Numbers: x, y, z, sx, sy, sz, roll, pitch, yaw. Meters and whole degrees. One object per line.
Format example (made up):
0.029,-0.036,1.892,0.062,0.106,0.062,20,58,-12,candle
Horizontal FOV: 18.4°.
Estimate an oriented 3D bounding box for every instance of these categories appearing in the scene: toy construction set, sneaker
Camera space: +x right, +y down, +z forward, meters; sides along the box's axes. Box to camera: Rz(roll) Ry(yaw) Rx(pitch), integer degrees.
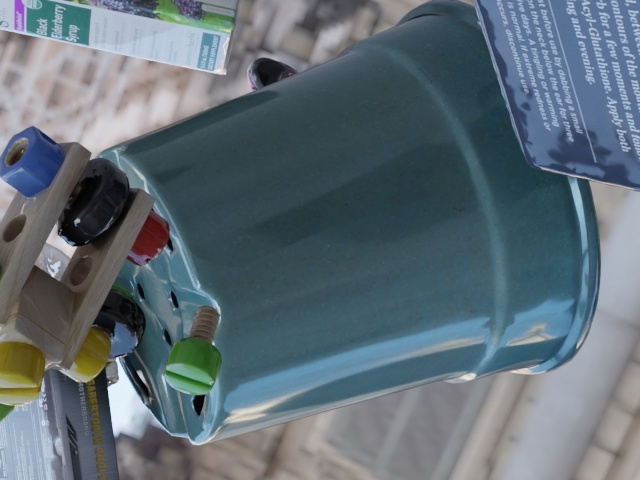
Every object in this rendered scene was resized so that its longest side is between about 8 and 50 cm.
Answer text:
-0.238,0.049,1.200,0.257,0.309,0.237,-1,-131,19,toy construction set
-0.012,-0.136,1.842,0.119,0.047,0.057,33,154,-14,sneaker

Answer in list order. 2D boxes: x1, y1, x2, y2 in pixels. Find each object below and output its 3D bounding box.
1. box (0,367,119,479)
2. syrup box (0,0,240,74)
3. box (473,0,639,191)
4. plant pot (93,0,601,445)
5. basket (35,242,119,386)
-0.245,0.171,1.656,0.056,0.231,0.183,-6,178,-40,box
-0.187,-0.227,1.733,0.236,0.096,0.093,11,154,-5,syrup box
0.341,-0.177,1.266,0.395,0.293,0.212,15,141,38,box
0.000,0.000,1.660,0.334,0.341,0.341,-17,-148,-25,plant pot
-0.271,0.082,1.857,0.113,0.103,0.167,-19,-155,-25,basket
